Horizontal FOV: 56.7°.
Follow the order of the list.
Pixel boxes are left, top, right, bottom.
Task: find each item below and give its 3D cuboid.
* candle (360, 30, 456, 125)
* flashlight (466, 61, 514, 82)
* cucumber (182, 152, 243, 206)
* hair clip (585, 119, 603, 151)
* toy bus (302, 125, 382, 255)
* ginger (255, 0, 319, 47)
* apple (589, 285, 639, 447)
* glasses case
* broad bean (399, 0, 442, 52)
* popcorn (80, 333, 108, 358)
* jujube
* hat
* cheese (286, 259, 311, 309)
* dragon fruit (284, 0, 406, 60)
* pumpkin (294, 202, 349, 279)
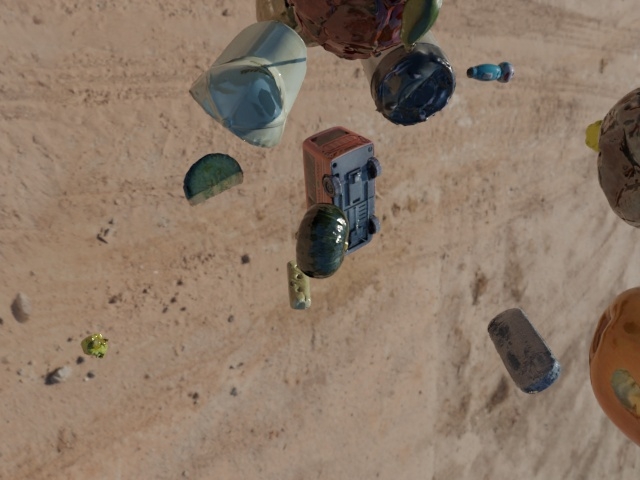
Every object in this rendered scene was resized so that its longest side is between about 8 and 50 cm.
[{"bbox_3d":[0.183,-0.418,1.368,0.187,0.187,0.330,45,23,-42],"label":"candle"},{"bbox_3d":[0.399,-0.395,1.397,0.129,0.051,0.051,-8,103,-23],"label":"flashlight"},{"bbox_3d":[-0.208,-0.118,1.119,0.116,0.115,0.062,-26,84,-8],"label":"cucumber"},{"bbox_3d":[0.667,-0.226,1.376,0.046,0.173,0.072,11,121,-18],"label":"hair clip"},{"bbox_3d":[0.062,-0.159,2.037,0.203,0.233,0.427,-27,136,-25],"label":"toy bus"},{"bbox_3d":[-0.047,-0.654,1.714,0.304,0.244,0.155,-5,88,-42],"label":"ginger"},{"bbox_3d":[0.513,0.195,0.871,0.242,0.241,0.242,-47,160,-23],"label":"apple"},{"bbox_3d":[0.476,0.254,1.410,0.109,0.282,0.067,-39,112,13],"label":"glasses case"},{"bbox_3d":[0.141,-0.355,0.704,0.053,0.052,0.256,-32,137,-75],"label":"broad bean"},{"bbox_3d":[-0.582,0.270,1.531,0.068,0.083,0.060,19,70,-8],"label":"popcorn"},{"bbox_3d":[0.553,-0.114,0.841,0.316,0.226,0.226,0,99,-11],"label":"jujube"},{"bbox_3d":[-0.148,-0.389,1.437,0.257,0.168,0.302,33,88,-14],"label":"hat"},{"bbox_3d":[-0.063,0.125,1.707,0.064,0.194,0.043,2,125,-10],"label":"cheese"},{"bbox_3d":[0.061,-0.396,0.884,0.299,0.244,0.245,92,14,-82],"label":"dragon fruit"},{"bbox_3d":[0.001,0.000,1.640,0.211,0.152,0.212,-165,-90,-90],"label":"pumpkin"}]
